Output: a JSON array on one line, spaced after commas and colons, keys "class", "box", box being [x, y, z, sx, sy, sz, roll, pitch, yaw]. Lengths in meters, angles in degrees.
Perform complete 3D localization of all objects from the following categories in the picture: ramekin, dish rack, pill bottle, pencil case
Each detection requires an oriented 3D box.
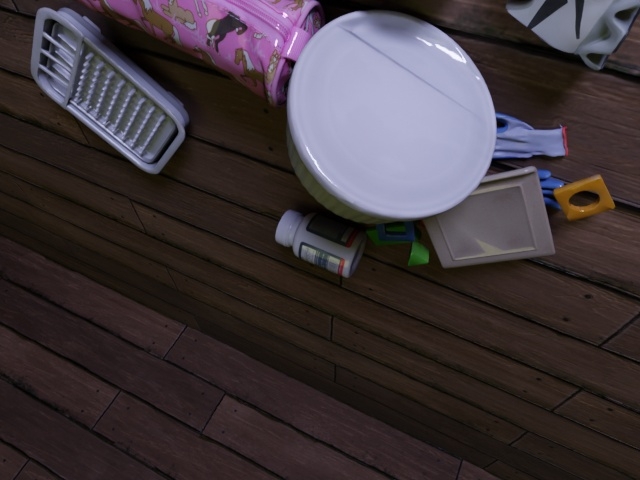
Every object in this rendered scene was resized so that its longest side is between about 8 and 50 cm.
[{"class": "ramekin", "box": [0.079, -0.145, 0.618, 0.273, 0.272, 0.127, 35, 162, -7]}, {"class": "dish rack", "box": [-0.432, -0.306, 0.992, 0.333, 0.072, 0.286, 42, 146, -17]}, {"class": "pill bottle", "box": [0.000, 0.000, 1.025, 0.180, 0.108, 0.108, 23, 148, 14]}, {"class": "pencil case", "box": [-0.180, -0.333, 0.654, 0.386, 0.167, 0.160, 29, 132, 2]}]

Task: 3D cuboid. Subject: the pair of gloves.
[{"class": "pair of gloves", "box": [0.286, -0.110, 0.708, 0.159, 0.023, 0.198, 8, 143, 32]}]

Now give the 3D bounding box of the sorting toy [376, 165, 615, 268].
[{"class": "sorting toy", "box": [0.262, -0.035, 0.749, 0.348, 0.047, 0.196, -10, 133, 28]}]

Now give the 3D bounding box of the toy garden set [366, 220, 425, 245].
[{"class": "toy garden set", "box": [0.120, -0.097, 0.847, 0.204, 0.049, 0.244, -8, 131, 48]}]

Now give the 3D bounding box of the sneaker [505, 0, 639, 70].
[{"class": "sneaker", "box": [0.242, -0.288, 0.376, 0.146, 0.122, 0.330, 31, 159, 13]}]
